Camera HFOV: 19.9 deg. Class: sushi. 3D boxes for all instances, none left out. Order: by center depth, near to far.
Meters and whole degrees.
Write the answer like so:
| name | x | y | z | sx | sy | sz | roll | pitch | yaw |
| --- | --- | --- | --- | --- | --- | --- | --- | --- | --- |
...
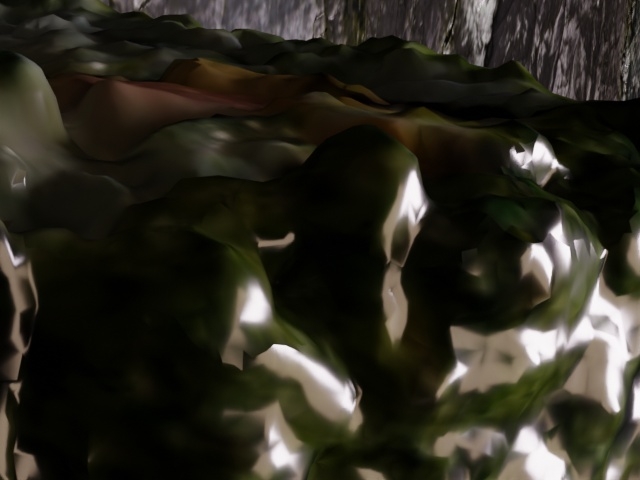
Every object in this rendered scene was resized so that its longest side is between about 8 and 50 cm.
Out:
| name | x | y | z | sx | sy | sz | roll | pitch | yaw |
| --- | --- | --- | --- | --- | --- | --- | --- | --- | --- |
| sushi | -0.090 | 0.032 | 0.458 | 0.294 | 0.352 | 0.178 | -13 | 111 | -54 |
